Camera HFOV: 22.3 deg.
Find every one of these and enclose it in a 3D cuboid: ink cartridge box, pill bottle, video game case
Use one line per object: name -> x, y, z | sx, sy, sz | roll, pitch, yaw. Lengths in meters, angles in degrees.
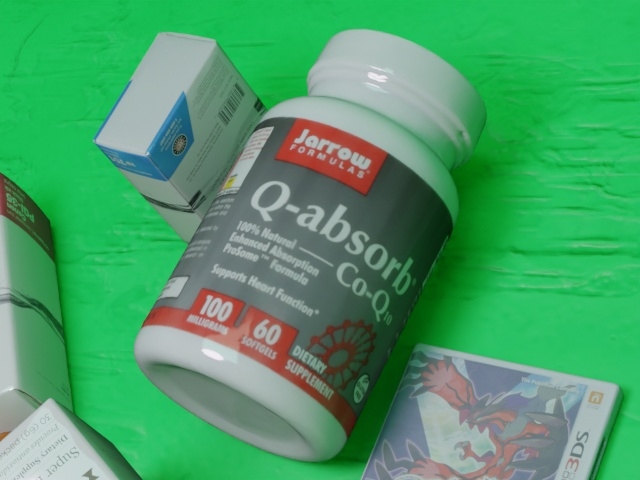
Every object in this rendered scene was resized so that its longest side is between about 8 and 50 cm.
ink cartridge box -> -0.120, -0.093, 1.620 | 0.082, 0.191, 0.140 | 15, 66, 34
ink cartridge box -> -0.377, 0.097, 1.665 | 0.207, 0.117, 0.283 | -22, 52, 11
pill bottle -> 0.000, 0.000, 1.488 | 0.210, 0.210, 0.363 | 15, 67, 33
video game case -> 0.141, 0.189, 1.414 | 0.201, 0.023, 0.183 | 10, 64, 31

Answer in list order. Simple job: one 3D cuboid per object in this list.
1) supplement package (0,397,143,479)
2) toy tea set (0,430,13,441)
supplement package -> -0.175, 0.308, 1.342 | 0.177, 0.175, 0.293 | -42, 69, -6
toy tea set -> -0.355, 0.330, 1.510 | 0.336, 0.124, 0.200 | -39, 83, -25
